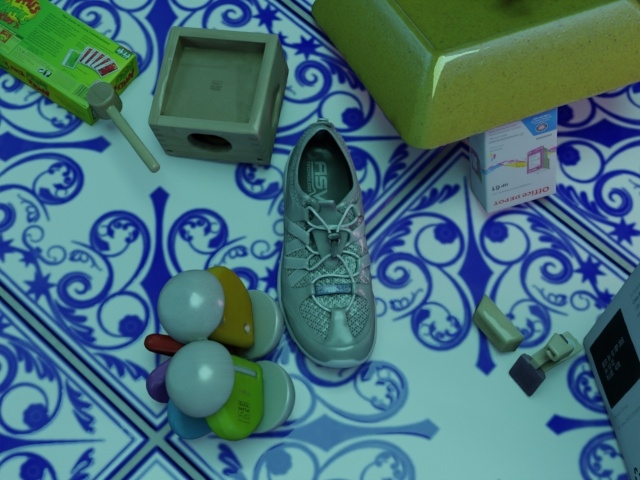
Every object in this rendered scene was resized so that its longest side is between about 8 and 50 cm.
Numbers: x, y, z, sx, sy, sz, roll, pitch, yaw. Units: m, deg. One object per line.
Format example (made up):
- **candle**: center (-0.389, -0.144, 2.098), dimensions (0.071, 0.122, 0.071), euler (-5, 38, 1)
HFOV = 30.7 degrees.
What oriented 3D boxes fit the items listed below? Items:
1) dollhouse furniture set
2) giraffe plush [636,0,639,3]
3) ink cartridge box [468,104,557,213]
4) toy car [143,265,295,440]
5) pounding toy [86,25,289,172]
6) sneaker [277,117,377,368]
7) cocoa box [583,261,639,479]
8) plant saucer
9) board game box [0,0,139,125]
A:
- **dollhouse furniture set**: center (0.231, 0.086, 1.251), dimensions (0.081, 0.091, 0.114), euler (-27, 65, -30)
- **giraffe plush**: center (0.395, -0.371, 1.406), dimensions (0.170, 0.181, 0.210), euler (39, 28, 22)
- **ink cartridge box**: center (0.215, -0.100, 1.301), dimensions (0.089, 0.122, 0.052), euler (-17, 43, -8)
- **toy car**: center (-0.119, 0.123, 1.192), dimensions (0.136, 0.159, 0.182), euler (-22, 64, 26)
- **pounding toy**: center (-0.156, -0.142, 1.332), dimensions (0.206, 0.094, 0.181), euler (6, 70, 11)
- **sneaker**: center (0.000, 0.000, 1.254), dimensions (0.105, 0.115, 0.281), euler (-8, 66, -6)
- **cocoa box**: center (0.427, 0.111, 1.094), dimensions (0.228, 0.347, 0.231), euler (-11, 66, -8)
- **plant saucer**: center (0.190, -0.268, 1.337), dimensions (0.333, 0.081, 0.332), euler (-19, 44, -10)
- **board game box**: center (-0.316, -0.223, 1.383), dimensions (0.181, 0.043, 0.092), euler (33, 68, 12)
